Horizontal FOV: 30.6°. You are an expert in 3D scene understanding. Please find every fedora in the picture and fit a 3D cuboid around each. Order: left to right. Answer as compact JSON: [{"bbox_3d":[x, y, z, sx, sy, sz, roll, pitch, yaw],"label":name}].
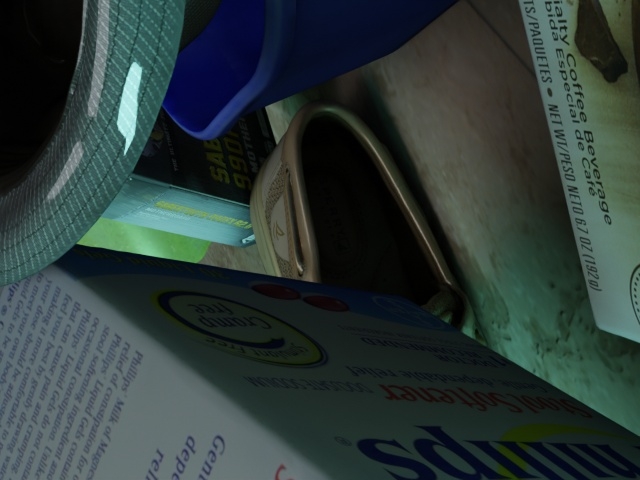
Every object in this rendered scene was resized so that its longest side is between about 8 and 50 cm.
[{"bbox_3d":[-0.121,-0.126,0.469,0.243,0.124,0.275,40,129,19],"label":"fedora"}]

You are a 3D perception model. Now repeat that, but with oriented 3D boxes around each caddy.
[{"bbox_3d":[-0.057,-0.190,0.617,0.241,0.179,0.341,67,162,0],"label":"caddy"}]

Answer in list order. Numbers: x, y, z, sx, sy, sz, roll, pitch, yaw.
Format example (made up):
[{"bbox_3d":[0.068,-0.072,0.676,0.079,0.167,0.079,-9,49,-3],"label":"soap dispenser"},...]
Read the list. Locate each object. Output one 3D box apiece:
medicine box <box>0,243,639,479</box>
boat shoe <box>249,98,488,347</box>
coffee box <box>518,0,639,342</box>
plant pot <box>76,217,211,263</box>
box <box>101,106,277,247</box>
[{"bbox_3d":[0.024,0.131,0.500,0.289,0.263,0.149,29,102,42],"label":"medicine box"},{"bbox_3d":[0.045,0.076,0.731,0.341,0.121,0.110,65,163,13],"label":"boat shoe"},{"bbox_3d":[0.169,-0.046,0.235,0.297,0.118,0.168,20,129,67],"label":"coffee box"},{"bbox_3d":[-0.205,-0.086,1.085,0.254,0.276,0.276,60,164,-14],"label":"plant pot"},{"bbox_3d":[-0.117,-0.119,0.832,0.183,0.056,0.231,15,-127,-55],"label":"box"}]
